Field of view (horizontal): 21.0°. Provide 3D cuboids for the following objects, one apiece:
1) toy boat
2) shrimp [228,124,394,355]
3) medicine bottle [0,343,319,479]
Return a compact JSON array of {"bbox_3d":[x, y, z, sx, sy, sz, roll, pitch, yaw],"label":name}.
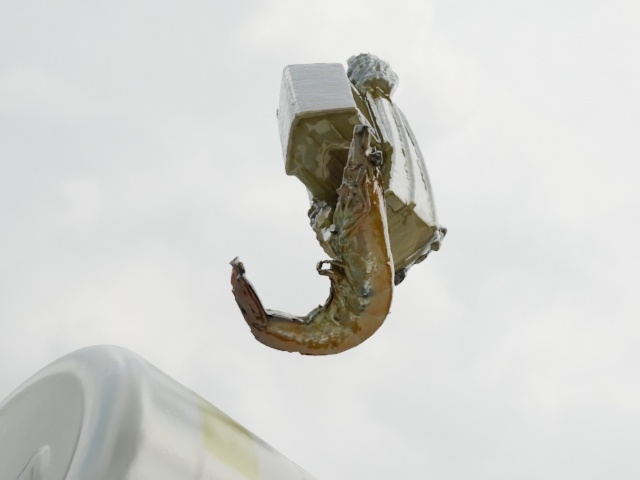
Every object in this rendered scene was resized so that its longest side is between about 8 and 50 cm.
[{"bbox_3d":[0.030,-0.087,1.652,0.136,0.445,0.162,-38,-70,10],"label":"toy boat"},{"bbox_3d":[0.000,0.000,0.899,0.091,0.127,0.025,5,12,-16],"label":"shrimp"},{"bbox_3d":[-0.016,0.216,0.719,0.339,0.208,0.208,38,-36,-21],"label":"medicine bottle"}]
